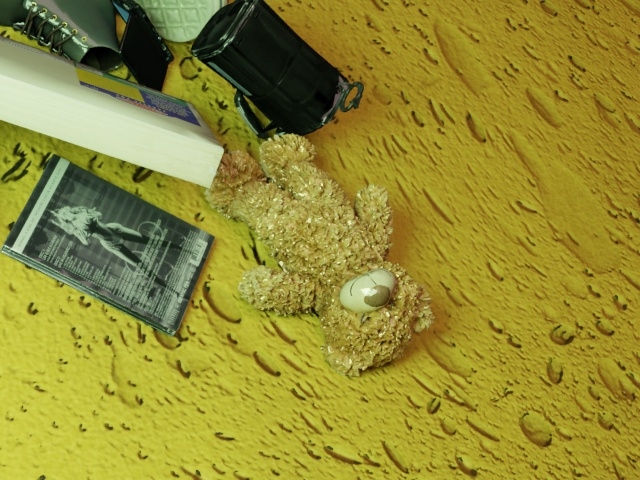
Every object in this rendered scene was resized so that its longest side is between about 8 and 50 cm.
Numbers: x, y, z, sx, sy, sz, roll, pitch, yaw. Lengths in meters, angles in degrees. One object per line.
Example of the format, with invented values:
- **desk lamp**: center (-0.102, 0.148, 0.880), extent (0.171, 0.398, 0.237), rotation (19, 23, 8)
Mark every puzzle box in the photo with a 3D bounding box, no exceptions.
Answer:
- **puzzle box**: center (-0.325, -0.176, 1.764), extent (0.408, 0.052, 0.272), rotation (18, 11, -17)

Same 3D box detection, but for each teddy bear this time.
- **teddy bear**: center (0.000, 0.000, 1.873), extent (0.245, 0.113, 0.338), rotation (-2, 55, -30)

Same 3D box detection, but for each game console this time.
- **game console**: center (-0.245, -0.253, 1.954), extent (0.107, 0.122, 0.071), rotation (37, 78, 32)

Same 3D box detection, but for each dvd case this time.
- **dvd case**: center (-0.246, 0.004, 1.783), extent (0.221, 0.018, 0.165), rotation (28, 45, -9)

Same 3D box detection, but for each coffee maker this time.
- **coffee maker**: center (-0.055, -0.231, 1.955), extent (0.178, 0.171, 0.120), rotation (40, 47, -27)

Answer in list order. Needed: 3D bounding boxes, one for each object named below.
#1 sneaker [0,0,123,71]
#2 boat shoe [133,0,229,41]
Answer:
- **sneaker**: center (-0.352, -0.280, 1.916), extent (0.222, 0.083, 0.118), rotation (0, 54, -33)
- **boat shoe**: center (-0.311, -0.473, 2.044), extent (0.500, 0.187, 0.156), rotation (40, 41, -4)
